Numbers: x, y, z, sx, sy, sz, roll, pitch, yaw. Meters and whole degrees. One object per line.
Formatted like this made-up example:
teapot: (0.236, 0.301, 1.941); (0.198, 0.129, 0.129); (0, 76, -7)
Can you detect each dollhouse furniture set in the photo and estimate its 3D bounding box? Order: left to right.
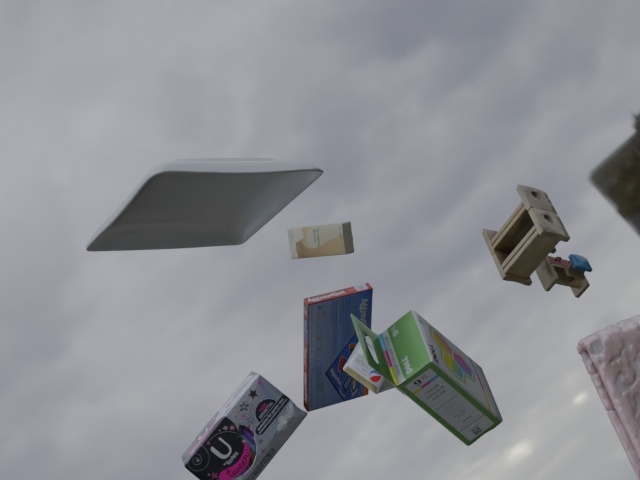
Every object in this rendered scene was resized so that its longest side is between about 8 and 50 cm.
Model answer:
dollhouse furniture set: (0.418, 0.002, 2.110); (0.184, 0.129, 0.129); (13, -51, -28)

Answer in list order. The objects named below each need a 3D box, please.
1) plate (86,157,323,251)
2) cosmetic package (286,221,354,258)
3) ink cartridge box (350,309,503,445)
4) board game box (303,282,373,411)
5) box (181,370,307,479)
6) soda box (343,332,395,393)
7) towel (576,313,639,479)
plate: (-0.178, -0.058, 1.698); (0.278, 0.045, 0.277); (-3, -21, -34)
cosmetic package: (0.000, 0.000, 2.112); (0.115, 0.060, 0.041); (-7, 4, 25)
ink cartridge box: (0.136, 0.161, 1.465); (0.062, 0.109, 0.209); (-40, -59, 16)
board game box: (0.035, 0.223, 2.374); (0.145, 0.027, 0.281); (-12, -55, -19)
box: (-0.165, 0.414, 2.440); (0.247, 0.142, 0.163); (-51, 4, -9)
soda box: (0.118, 0.203, 1.959); (0.069, 0.074, 0.216); (-60, -19, 10)
towel: (0.560, 0.231, 1.631); (0.332, 0.317, 0.053); (-17, -13, -25)
